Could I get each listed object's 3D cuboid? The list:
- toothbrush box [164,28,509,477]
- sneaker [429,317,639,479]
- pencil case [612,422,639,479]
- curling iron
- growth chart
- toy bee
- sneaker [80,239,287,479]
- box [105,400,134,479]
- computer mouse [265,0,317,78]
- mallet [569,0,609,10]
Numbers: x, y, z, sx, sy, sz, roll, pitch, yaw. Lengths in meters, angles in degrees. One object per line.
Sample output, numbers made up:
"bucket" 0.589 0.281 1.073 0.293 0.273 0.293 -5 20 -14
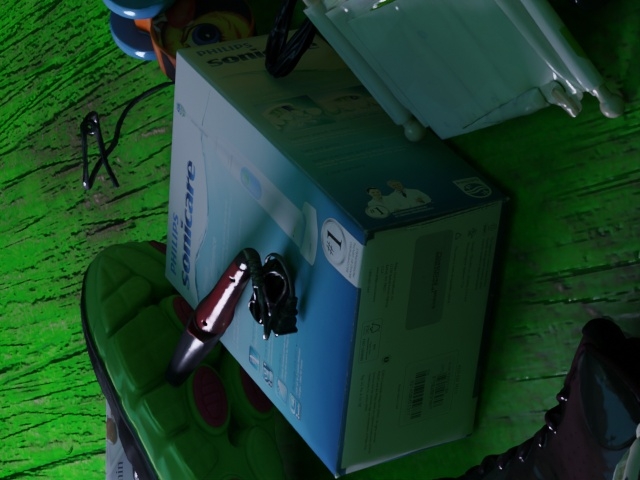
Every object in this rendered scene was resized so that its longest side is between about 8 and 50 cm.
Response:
"toothbrush box" 0.000 0.000 1.429 0.295 0.126 0.216 43 138 46
"sneaker" 0.163 0.131 1.232 0.281 0.106 0.162 -2 94 51
"pencil case" 0.278 0.039 0.902 0.183 0.160 0.410 44 140 21
"curling iron" -0.080 0.070 1.437 0.274 0.035 0.068 -40 67 61
"growth chart" 0.078 -0.137 1.247 0.237 0.021 0.172 -6 123 56
"toy bee" -0.102 -0.186 1.557 0.195 0.162 0.298 12 -100 -88
"sneaker" -0.117 0.224 1.642 0.202 0.185 0.483 -37 66 41
"box" -0.161 0.196 1.769 0.063 0.067 0.324 -13 73 48
"computer mouse" 0.031 -0.196 1.346 0.242 0.041 0.071 -45 47 44
"mallet" 0.178 -0.225 1.122 0.062 0.039 0.189 56 141 34
